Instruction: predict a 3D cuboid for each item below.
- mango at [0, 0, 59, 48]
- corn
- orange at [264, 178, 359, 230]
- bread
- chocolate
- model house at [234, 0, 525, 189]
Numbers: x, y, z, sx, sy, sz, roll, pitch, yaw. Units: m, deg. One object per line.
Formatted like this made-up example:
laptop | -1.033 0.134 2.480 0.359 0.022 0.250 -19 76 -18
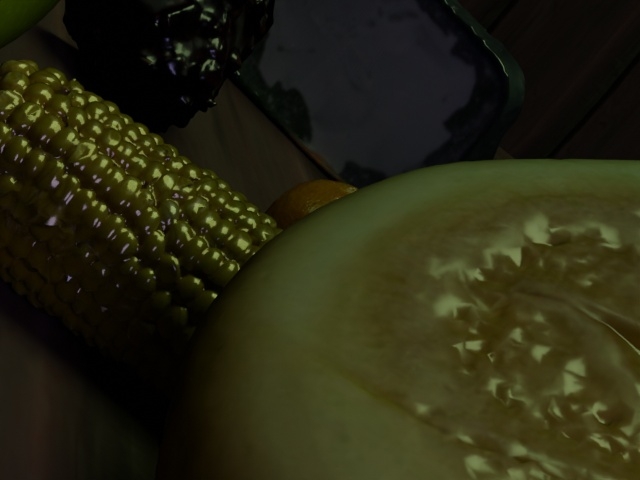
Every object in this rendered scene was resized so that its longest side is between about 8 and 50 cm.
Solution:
mango | -0.193 -0.151 0.731 0.175 0.143 0.293 0 26 -3
corn | -0.044 0.026 0.667 0.293 0.106 0.106 40 11 -5
orange | 0.000 0.000 0.964 0.070 0.083 0.083 59 18 24
bread | 0.103 0.110 0.517 0.333 0.160 0.333 5 40 -4
chocolate | -0.099 -0.127 1.060 0.156 0.156 0.133 32 33 -37
model house | 0.092 -0.137 1.518 0.271 0.190 0.301 44 10 23
